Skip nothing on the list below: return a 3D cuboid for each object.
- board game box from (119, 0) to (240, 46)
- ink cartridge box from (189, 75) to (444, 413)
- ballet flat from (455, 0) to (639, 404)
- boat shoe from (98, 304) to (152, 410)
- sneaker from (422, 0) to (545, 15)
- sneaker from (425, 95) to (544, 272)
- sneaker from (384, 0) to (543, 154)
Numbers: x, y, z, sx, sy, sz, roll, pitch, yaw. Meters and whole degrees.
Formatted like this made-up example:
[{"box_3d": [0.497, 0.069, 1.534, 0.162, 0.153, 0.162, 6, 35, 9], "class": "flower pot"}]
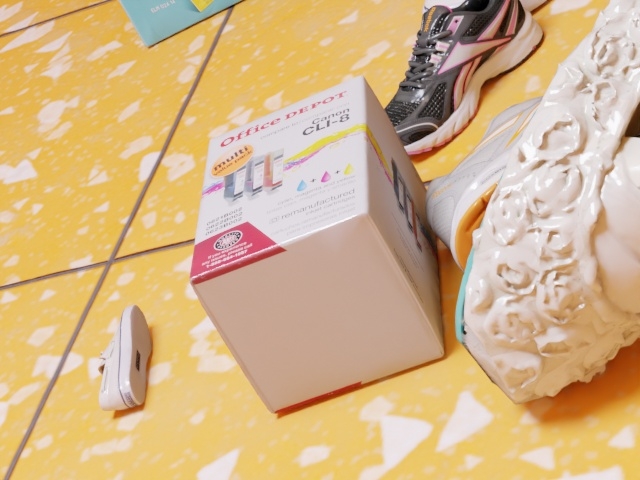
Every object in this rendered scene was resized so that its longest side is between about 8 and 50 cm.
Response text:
[{"box_3d": [-0.052, -0.354, 1.733, 0.336, 0.079, 0.254, -25, 31, 8], "class": "board game box"}, {"box_3d": [0.000, 0.000, 1.128, 0.128, 0.127, 0.176, -21, 31, 15], "class": "ink cartridge box"}, {"box_3d": [0.214, -0.084, 0.946, 0.147, 0.147, 0.409, 24, 86, 54], "class": "ballet flat"}, {"box_3d": [-0.146, 0.086, 1.218, 0.035, 0.035, 0.100, -19, 39, 13], "class": "boat shoe"}, {"box_3d": [0.181, -0.268, 1.399, 0.258, 0.091, 0.094, -38, 32, -13], "class": "sneaker"}, {"box_3d": [0.177, -0.079, 1.131, 0.262, 0.099, 0.121, -33, 27, -8], "class": "sneaker"}, {"box_3d": [0.094, -0.143, 1.306, 0.072, 0.077, 0.178, 8, 48, 48], "class": "sneaker"}]
